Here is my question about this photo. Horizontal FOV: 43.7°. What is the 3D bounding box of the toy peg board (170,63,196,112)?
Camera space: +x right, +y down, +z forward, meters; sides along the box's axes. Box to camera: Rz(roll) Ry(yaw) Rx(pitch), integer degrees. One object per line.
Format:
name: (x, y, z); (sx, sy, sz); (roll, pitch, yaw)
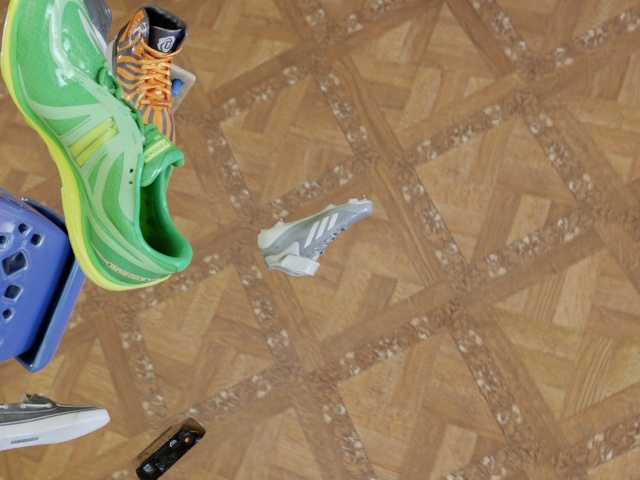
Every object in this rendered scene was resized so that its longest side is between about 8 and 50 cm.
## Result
toy peg board: (-0.377, -0.316, 1.710); (0.161, 0.161, 0.079); (-40, 33, 48)

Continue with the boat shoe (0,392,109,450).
boat shoe: (-0.583, 0.359, 1.629); (0.108, 0.301, 0.102); (-48, 55, 44)

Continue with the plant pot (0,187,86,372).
plant pot: (-0.453, 0.039, 1.073); (0.236, 0.212, 0.235); (25, 93, 43)

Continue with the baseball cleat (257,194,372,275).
baseball cleat: (0.000, 0.000, 1.353); (0.206, 0.072, 0.109); (-18, 78, 4)

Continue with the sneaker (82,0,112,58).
sneaker: (-0.569, -0.563, 1.830); (0.105, 0.295, 0.146); (-13, 46, 7)

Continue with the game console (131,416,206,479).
game console: (-0.351, 0.439, 1.383); (0.361, 0.213, 0.044); (-40, 91, -18)

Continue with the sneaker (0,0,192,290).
sneaker: (-0.186, -0.095, 0.722); (0.124, 0.295, 0.109); (-5, 26, 21)

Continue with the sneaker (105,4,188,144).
sneaker: (-0.315, -0.305, 1.474); (0.180, 0.125, 0.321); (-42, 58, 42)
